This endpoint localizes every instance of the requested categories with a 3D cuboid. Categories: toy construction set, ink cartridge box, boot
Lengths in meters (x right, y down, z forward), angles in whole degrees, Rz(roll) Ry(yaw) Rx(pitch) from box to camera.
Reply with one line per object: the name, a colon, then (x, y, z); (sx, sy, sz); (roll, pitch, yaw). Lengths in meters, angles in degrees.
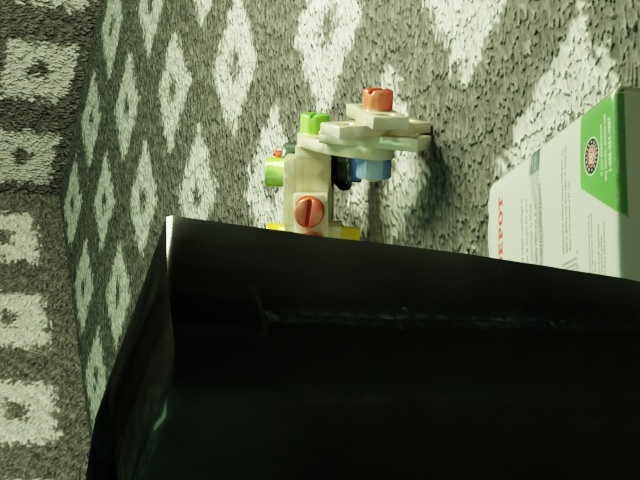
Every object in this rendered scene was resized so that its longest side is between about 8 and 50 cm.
toy construction set: (0.000, 0.000, 1.306); (0.215, 0.151, 0.328); (-68, -6, -77)
ink cartridge box: (0.184, 0.010, 0.866); (0.208, 0.086, 0.153); (137, 136, -71)
boot: (0.114, 0.178, 0.561); (0.146, 0.445, 0.367); (-122, 40, -57)
